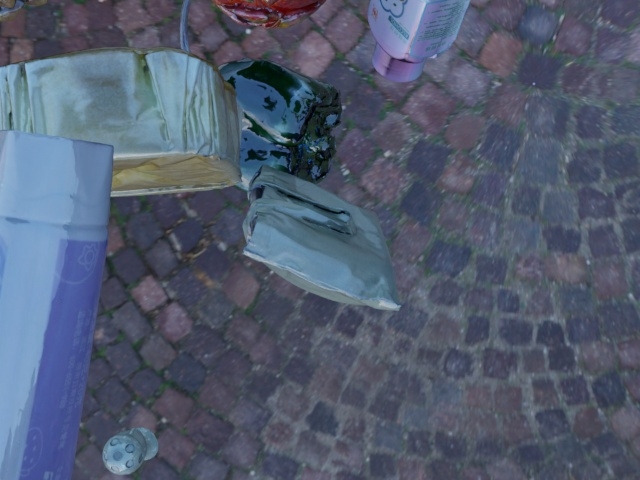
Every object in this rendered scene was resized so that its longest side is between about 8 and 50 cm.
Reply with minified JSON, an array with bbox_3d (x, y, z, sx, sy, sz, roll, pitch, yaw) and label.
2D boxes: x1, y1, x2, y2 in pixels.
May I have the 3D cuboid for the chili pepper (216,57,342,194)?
[{"bbox_3d":[-0.101,-0.209,1.705,0.257,0.233,0.248,25,105,12],"label":"chili pepper"}]

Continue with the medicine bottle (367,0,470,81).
[{"bbox_3d":[0.132,-0.317,1.307,0.094,0.188,0.119,-21,62,-24],"label":"medicine bottle"}]

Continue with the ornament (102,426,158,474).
[{"bbox_3d":[-0.341,0.371,1.647,0.075,0.156,0.081,18,86,6],"label":"ornament"}]

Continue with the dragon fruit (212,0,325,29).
[{"bbox_3d":[-0.084,-0.475,1.454,0.278,0.342,0.277,-1,102,-5],"label":"dragon fruit"}]

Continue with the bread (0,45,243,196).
[{"bbox_3d":[-0.180,-0.106,0.849,0.210,0.192,0.109,-3,81,7],"label":"bread"}]

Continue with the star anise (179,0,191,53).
[{"bbox_3d":[-0.123,-0.367,1.216,0.148,0.227,0.218,8,63,-26],"label":"star anise"}]

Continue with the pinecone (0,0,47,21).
[{"bbox_3d":[-0.541,-0.515,1.317,0.385,0.384,0.384,2,100,13],"label":"pinecone"}]

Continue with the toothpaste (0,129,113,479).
[{"bbox_3d":[-0.193,0.117,0.602,0.080,0.125,0.371,7,93,16],"label":"toothpaste"}]

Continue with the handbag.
[{"bbox_3d":[-0.003,-0.003,1.451,0.253,0.316,0.109,25,112,-12],"label":"handbag"}]
